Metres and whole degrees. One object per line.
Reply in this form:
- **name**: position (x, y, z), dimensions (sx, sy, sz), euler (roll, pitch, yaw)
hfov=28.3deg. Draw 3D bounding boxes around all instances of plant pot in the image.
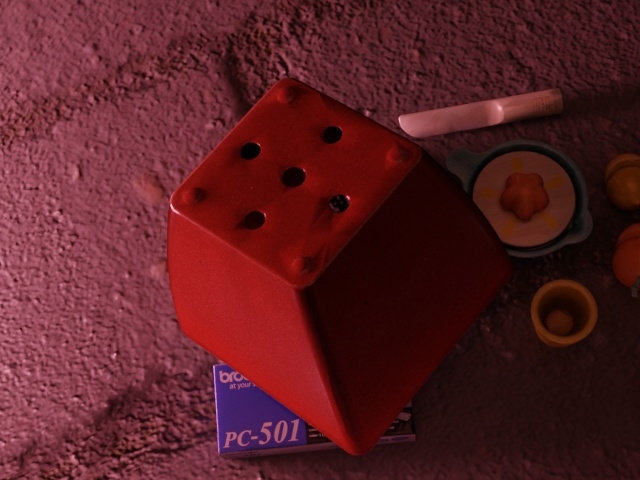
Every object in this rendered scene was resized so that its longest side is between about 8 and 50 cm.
- **plant pot**: position (0.000, 0.000, 1.256), dimensions (0.267, 0.236, 0.267), euler (32, 71, 30)

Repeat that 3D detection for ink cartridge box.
- **ink cartridge box**: position (-0.007, 0.172, 1.344), dimensions (0.207, 0.046, 0.097), euler (-7, 71, 3)

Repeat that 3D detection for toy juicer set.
- **toy juicer set**: position (0.252, -0.063, 1.375), dimensions (0.209, 0.089, 0.329), euler (-29, 72, -5)
